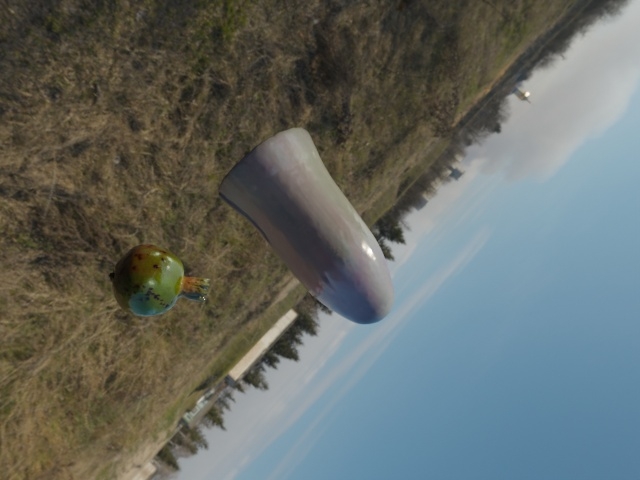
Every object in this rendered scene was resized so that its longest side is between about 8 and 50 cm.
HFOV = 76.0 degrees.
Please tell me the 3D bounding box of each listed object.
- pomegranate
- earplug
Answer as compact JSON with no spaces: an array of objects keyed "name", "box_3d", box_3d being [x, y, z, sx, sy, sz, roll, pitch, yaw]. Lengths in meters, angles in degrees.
[{"name":"pomegranate","box_3d":[-0.346,0.089,0.887,0.159,0.205,0.159,-167,-90,-75]},{"name":"earplug","box_3d":[0.000,0.000,0.628,0.172,0.301,0.172,-36,173,-5]}]
